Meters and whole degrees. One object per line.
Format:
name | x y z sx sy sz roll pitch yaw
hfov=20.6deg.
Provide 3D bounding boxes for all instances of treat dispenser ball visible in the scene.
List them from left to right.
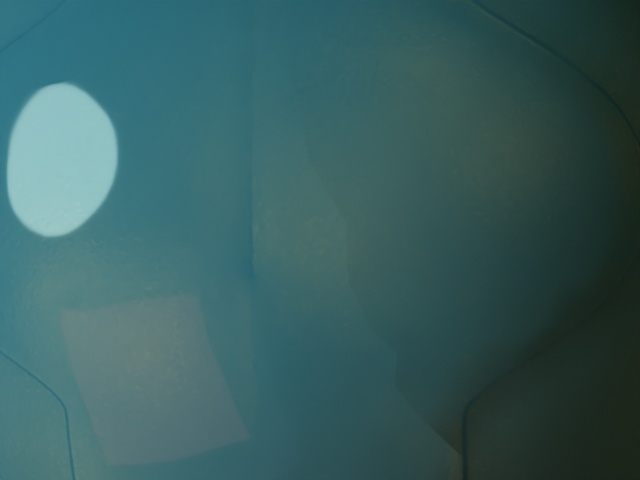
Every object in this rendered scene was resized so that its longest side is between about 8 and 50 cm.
treat dispenser ball | 0.000 0.000 0.550 0.288 0.288 0.288 22 131 28
